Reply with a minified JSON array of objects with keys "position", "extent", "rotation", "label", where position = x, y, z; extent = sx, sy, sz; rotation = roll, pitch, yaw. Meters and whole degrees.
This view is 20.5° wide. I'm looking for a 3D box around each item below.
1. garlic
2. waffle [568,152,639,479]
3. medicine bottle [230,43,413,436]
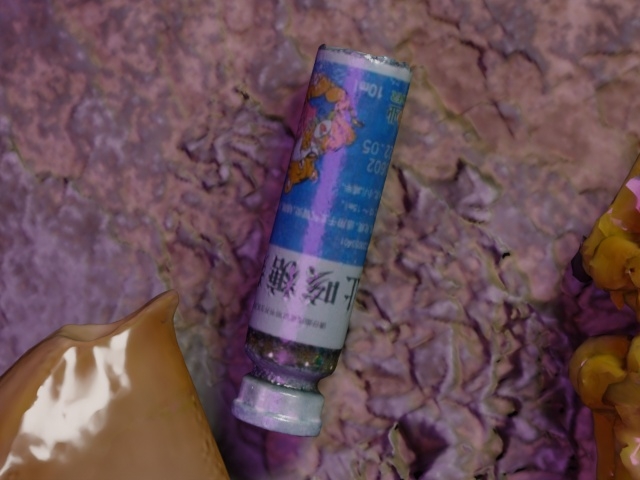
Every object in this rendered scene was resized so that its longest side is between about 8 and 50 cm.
[{"position":[-0.063,0.202,0.844],"extent":[0.196,0.151,0.338],"rotation":[-38,84,14],"label":"garlic"},{"position":[0.305,0.053,0.748],"extent":[0.382,0.095,0.380],"rotation":[-45,74,18],"label":"waffle"},{"position":[0.000,0.000,0.879],"extent":[0.051,0.051,0.191],"rotation":[14,93,17],"label":"medicine bottle"}]
